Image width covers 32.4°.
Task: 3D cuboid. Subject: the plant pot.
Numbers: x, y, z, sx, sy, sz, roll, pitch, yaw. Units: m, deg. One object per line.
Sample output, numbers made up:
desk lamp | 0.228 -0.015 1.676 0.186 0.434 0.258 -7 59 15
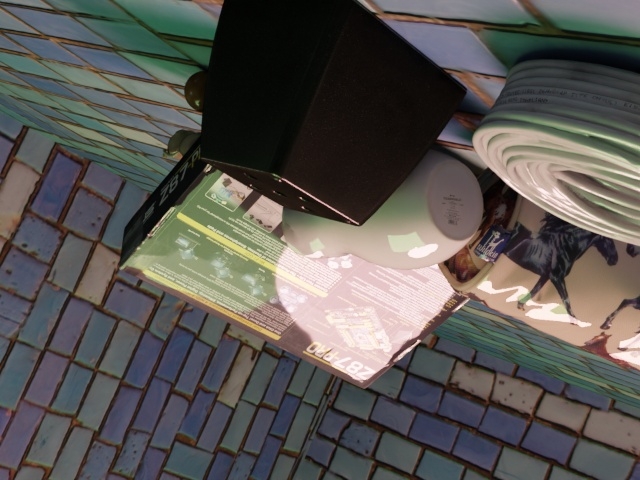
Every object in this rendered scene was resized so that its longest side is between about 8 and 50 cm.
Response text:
plant pot | -0.008 -0.120 1.066 0.187 0.167 0.188 30 172 -41

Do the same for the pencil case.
pencil case | 0.343 0.050 1.205 0.410 0.160 0.183 23 141 -10

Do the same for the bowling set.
bowling set | -0.124 -0.137 1.504 0.287 0.200 0.154 -18 -169 -15

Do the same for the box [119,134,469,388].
box | 0.000 0.000 1.377 0.395 0.318 0.097 28 -148 -24

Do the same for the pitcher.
pitcher | 0.088 -0.029 1.181 0.177 0.125 0.207 1 174 -39

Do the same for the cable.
cable | 0.259 -0.066 0.922 0.257 0.089 0.257 29 172 -37
